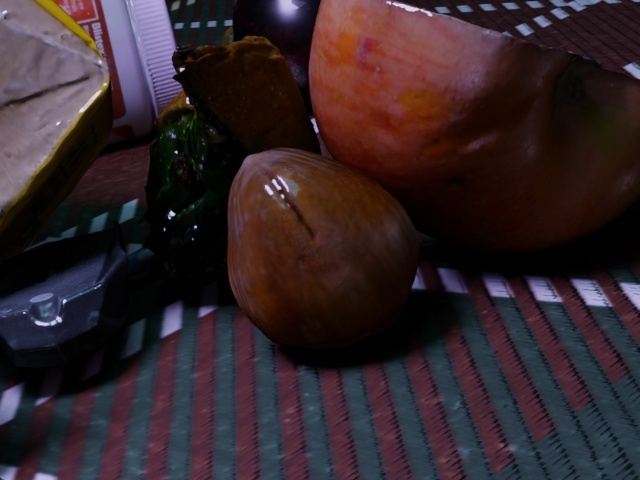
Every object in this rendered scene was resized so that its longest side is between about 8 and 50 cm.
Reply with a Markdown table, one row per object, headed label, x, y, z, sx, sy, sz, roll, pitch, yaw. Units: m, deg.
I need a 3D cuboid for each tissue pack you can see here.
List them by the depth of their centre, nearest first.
| label | x | y | z | sx | sy | sz | roll | pitch | yaw |
| --- | --- | --- | --- | --- | --- | --- | --- | --- | --- |
| tissue pack | -0.338 | -0.133 | 1.361 | 0.228 | 0.293 | 0.382 | -52 | 5 | -4 |

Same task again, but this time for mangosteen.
| label | x | y | z | sx | sy | sz | roll | pitch | yaw |
| --- | --- | --- | --- | --- | --- | --- | --- | --- | --- |
| mangosteen | -0.014 | -0.245 | 1.892 | 0.209 | 0.210 | 0.210 | -11 | 17 | 3 |

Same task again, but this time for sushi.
| label | x | y | z | sx | sy | sz | roll | pitch | yaw |
| --- | --- | --- | --- | --- | --- | --- | --- | --- | --- |
| sushi | -0.071 | -0.047 | 1.263 | 0.140 | 0.149 | 0.287 | -35 | -11 | -23 |

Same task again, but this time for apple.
| label | x | y | z | sx | sy | sz | roll | pitch | yaw |
| --- | --- | --- | --- | --- | --- | --- | --- | --- | --- |
| apple | 0.121 | -0.075 | 1.228 | 0.292 | 0.163 | 0.251 | 14 | 7 | -27 |

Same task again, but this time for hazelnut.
| label | x | y | z | sx | sy | sz | roll | pitch | yaw |
| --- | --- | --- | --- | --- | --- | --- | --- | --- | --- |
| hazelnut | 0.000 | 0.000 | 1.142 | 0.150 | 0.150 | 0.150 | -11 | 17 | 3 |

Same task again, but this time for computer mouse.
| label | x | y | z | sx | sy | sz | roll | pitch | yaw |
| --- | --- | --- | --- | --- | --- | --- | --- | --- | --- |
| computer mouse | -0.203 | 0.049 | 1.259 | 0.126 | 0.071 | 0.231 | -19 | 17 | -5 |

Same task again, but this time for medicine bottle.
| label | x | y | z | sx | sy | sz | roll | pitch | yaw |
| --- | --- | --- | --- | --- | --- | --- | --- | --- | --- |
| medicine bottle | -0.301 | -0.232 | 1.932 | 0.240 | 0.253 | 0.252 | -15 | 17 | -6 |

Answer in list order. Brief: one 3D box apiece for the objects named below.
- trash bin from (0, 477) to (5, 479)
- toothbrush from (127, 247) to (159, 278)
| label | x | y | z | sx | sy | sz | roll | pitch | yaw |
| --- | --- | --- | --- | --- | --- | --- | --- | --- | --- |
| trash bin | -0.206 | 0.178 | 0.703 | 0.175 | 0.175 | 0.161 | -23 | 11 | -33 |
| toothbrush | -0.167 | 0.028 | 1.383 | 0.386 | 0.040 | 0.040 | -15 | 17 | -20 |
